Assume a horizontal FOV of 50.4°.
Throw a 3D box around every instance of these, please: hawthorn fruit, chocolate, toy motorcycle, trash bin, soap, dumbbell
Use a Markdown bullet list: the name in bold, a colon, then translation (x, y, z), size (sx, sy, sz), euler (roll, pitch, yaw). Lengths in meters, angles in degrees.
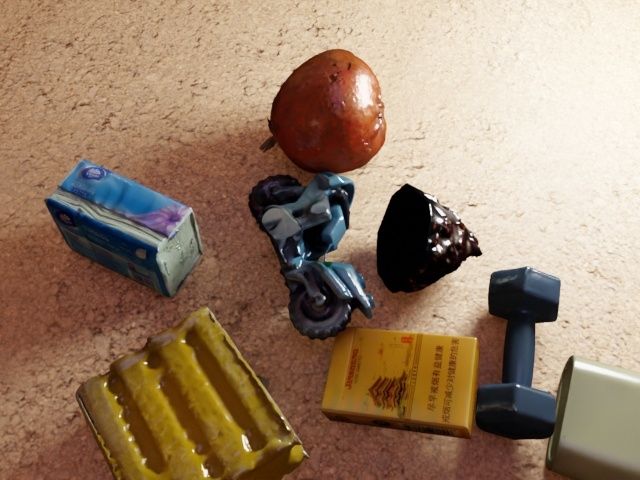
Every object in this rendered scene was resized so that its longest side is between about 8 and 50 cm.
- **hawthorn fruit**: translation (-0.003, -0.266, 1.514), size (0.307, 0.276, 0.276), euler (-19, 61, 13)
- **chocolate**: translation (0.240, 0.018, 1.407), size (0.177, 0.206, 0.224), euler (13, 20, -20)
- **toy motorcycle**: translation (0.000, 0.000, 1.403), size (0.232, 0.172, 0.416), euler (-20, 54, -4)
- **trash bin**: translation (0.562, 0.349, 1.248), size (0.247, 0.121, 0.243), euler (17, 63, 11)
- **soap**: translation (-0.232, 0.329, 1.211), size (0.293, 0.156, 0.335), euler (-36, 60, -11)
- **dumbbell**: translation (0.381, 0.211, 1.299), size (0.156, 0.143, 0.316), euler (-15, 51, 42)

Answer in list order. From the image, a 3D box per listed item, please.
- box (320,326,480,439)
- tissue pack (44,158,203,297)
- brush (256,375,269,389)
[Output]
- **box**: translation (0.152, 0.261, 1.278), size (0.274, 0.076, 0.174), euler (2, 59, 20)
- **tissue pack**: translation (-0.395, -0.023, 1.401), size (0.263, 0.198, 0.146), euler (25, 62, 12)
- **brush**: translation (-0.155, 0.338, 1.303), size (0.033, 0.030, 0.178), euler (20, 63, 21)
